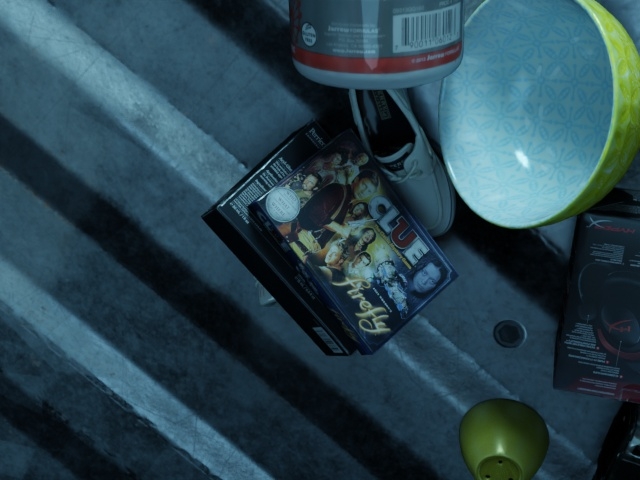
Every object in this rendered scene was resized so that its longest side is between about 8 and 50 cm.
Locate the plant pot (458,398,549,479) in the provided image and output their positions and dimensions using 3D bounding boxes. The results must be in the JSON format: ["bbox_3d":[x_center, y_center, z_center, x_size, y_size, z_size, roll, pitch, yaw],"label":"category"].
[{"bbox_3d":[0.265,0.313,1.442,0.134,0.095,0.134,5,113,12],"label":"plant pot"}]

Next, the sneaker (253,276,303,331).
[{"bbox_3d":[-0.061,0.033,1.383,0.232,0.115,0.090,45,146,-5],"label":"sneaker"}]

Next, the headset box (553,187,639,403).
[{"bbox_3d":[0.430,0.090,1.294,0.218,0.110,0.293,7,114,12],"label":"headset box"}]

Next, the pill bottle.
[{"bbox_3d":[0.063,-0.372,1.126,0.210,0.210,0.362,4,116,13],"label":"pill bottle"}]

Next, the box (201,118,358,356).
[{"bbox_3d":[0.000,0.000,1.320,0.184,0.103,0.261,-44,99,-17],"label":"box"}]

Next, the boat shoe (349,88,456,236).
[{"bbox_3d":[0.105,-0.116,1.300,0.096,0.088,0.267,-13,109,19],"label":"boat shoe"}]

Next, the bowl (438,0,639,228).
[{"bbox_3d":[0.290,-0.155,1.179,0.156,0.289,0.289,0,122,-33],"label":"bowl"}]

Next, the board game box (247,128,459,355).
[{"bbox_3d":[0.045,0.001,1.262,0.243,0.165,0.042,52,159,-8],"label":"board game box"}]

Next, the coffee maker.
[{"bbox_3d":[0.492,0.320,1.389,0.178,0.120,0.171,20,140,7],"label":"coffee maker"}]
